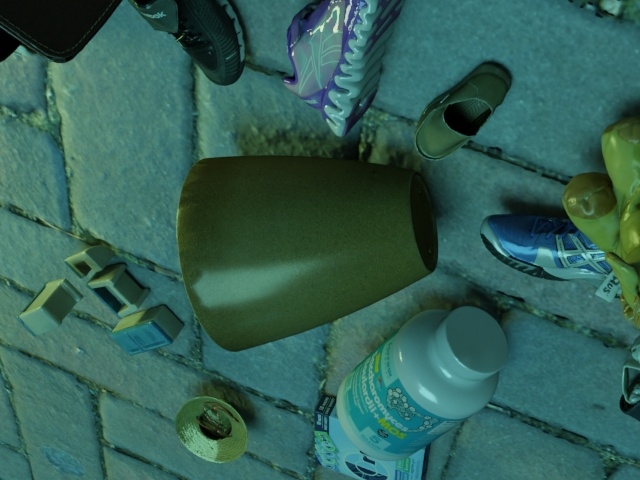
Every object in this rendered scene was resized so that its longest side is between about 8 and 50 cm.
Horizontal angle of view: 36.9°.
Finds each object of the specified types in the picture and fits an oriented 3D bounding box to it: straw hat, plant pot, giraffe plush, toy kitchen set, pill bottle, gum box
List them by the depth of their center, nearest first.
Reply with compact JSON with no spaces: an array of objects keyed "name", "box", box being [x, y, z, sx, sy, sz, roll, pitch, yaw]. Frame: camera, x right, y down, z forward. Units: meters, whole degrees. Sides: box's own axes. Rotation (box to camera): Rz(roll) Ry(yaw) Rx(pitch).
[{"name":"giraffe plush","box":[0.320,0.008,0.898,0.181,0.170,0.210,12,115,3]},{"name":"plant pot","box":[0.000,0.000,1.120,0.254,0.237,0.237,-8,128,20]},{"name":"pill bottle","box":[0.136,0.184,1.266,0.146,0.146,0.264,34,140,-4]},{"name":"toy kitchen set","box":[-0.354,0.133,1.501,0.122,0.166,0.207,-19,120,43]},{"name":"gum box","box":[0.081,0.332,1.537,0.184,0.041,0.157,16,139,16]},{"name":"straw hat","box":[-0.177,0.310,1.659,0.144,0.061,0.144,8,121,13]}]

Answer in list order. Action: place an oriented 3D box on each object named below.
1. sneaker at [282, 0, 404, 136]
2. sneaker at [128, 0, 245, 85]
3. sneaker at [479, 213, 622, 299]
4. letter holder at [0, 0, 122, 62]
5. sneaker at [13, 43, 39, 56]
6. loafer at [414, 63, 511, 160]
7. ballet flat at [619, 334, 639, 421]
[{"name":"sneaker","box":[0.016,-0.213,0.973,0.104,0.095,0.236,32,142,11]},{"name":"sneaker","box":[-0.156,-0.252,1.022,0.078,0.106,0.234,4,133,30]},{"name":"sneaker","box":[0.281,-0.001,1.045,0.211,0.080,0.081,13,132,6]},{"name":"letter holder","box":[-0.275,-0.296,0.892,0.214,0.302,0.152,34,149,-21]},{"name":"sneaker","box":[-0.410,-0.264,1.168,0.290,0.106,0.123,-6,126,35]},{"name":"loafer","box":[0.141,-0.128,1.010,0.056,0.050,0.148,35,140,-5]},{"name":"ballet flat","box":[0.395,0.150,1.130,0.074,0.074,0.203,18,141,15]}]
